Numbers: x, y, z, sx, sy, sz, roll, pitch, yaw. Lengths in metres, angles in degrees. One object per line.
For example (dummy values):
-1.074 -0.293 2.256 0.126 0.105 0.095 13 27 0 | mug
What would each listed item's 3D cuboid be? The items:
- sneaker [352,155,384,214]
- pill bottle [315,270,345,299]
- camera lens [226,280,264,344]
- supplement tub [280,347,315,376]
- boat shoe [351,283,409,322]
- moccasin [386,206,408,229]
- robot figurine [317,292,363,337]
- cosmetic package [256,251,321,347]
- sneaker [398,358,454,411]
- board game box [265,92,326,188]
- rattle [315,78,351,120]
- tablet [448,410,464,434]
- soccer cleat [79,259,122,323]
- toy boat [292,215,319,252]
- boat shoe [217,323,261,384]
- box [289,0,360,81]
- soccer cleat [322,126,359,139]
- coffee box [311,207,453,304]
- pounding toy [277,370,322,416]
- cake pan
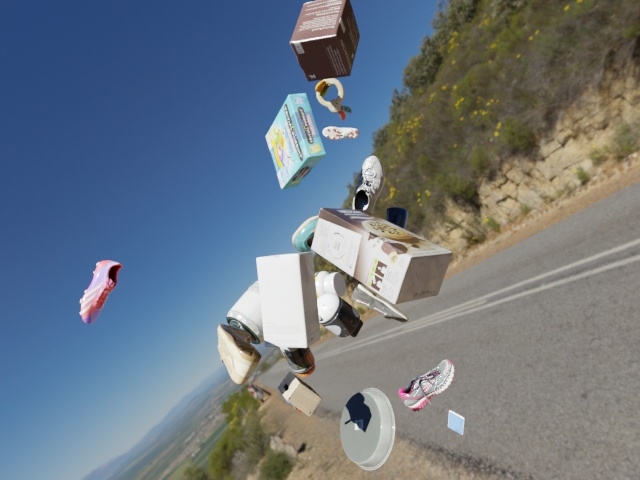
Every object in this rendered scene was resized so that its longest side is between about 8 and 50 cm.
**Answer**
0.195 -0.212 1.636 0.115 0.105 0.281 26 -107 -72 | sneaker
-0.028 0.286 2.388 0.334 0.187 0.188 -15 10 31 | pill bottle
-0.298 0.343 1.939 0.274 0.219 0.219 -51 2 -32 | camera lens
-0.098 0.507 1.789 0.117 0.190 0.117 -19 22 8 | supplement tub
0.322 0.364 2.200 0.095 0.335 0.112 -57 -1 9 | boat shoe
0.329 0.010 1.908 0.138 0.117 0.342 40 -118 -74 | moccasin
0.088 0.390 2.063 0.209 0.278 0.173 -36 28 31 | robot figurine
-0.127 0.235 1.626 0.197 0.365 0.155 -4 0 23 | cosmetic package
0.501 0.667 1.879 0.299 0.112 0.121 -46 8 6 | sneaker
-0.112 -0.388 1.629 0.079 0.253 0.336 -15 -8 -25 | board game box
0.063 -0.612 1.763 0.130 0.199 0.143 -28 20 -1 | rattle
0.458 0.615 1.357 0.006 0.054 0.083 -31 -54 -39 | tablet
-0.835 0.193 1.534 0.083 0.095 0.248 59 -145 -63 | soccer cleat
0.000 0.000 2.386 0.267 0.148 0.318 -45 -47 2 | toy boat
-0.304 0.380 1.387 0.110 0.122 0.341 -67 22 -3 | boat shoe
0.022 -0.688 1.377 0.168 0.167 0.203 53 -136 -56 | box
0.109 -0.577 2.161 0.076 0.196 0.068 -96 7 -68 | soccer cleat
0.138 0.024 0.978 0.168 0.297 0.118 -3 -65 -42 | coffee box
-0.079 0.540 1.389 0.100 0.130 0.141 -52 18 -13 | pounding toy
0.171 0.724 1.562 0.293 0.054 0.293 -41 38 42 | cake pan
